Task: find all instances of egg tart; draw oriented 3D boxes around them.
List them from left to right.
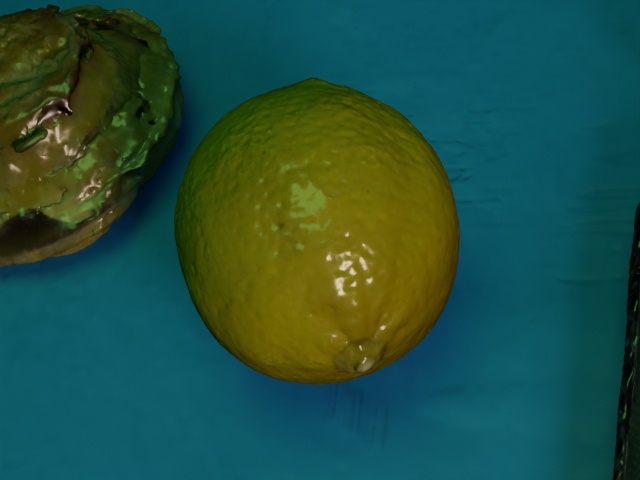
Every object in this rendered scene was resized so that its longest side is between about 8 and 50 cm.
[{"bbox_3d":[-0.216,-0.093,0.991,0.241,0.106,0.241,-10,55,14],"label":"egg tart"}]

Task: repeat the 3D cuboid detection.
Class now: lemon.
[{"bbox_3d":[0.000,0.000,0.815,0.178,0.178,0.203,-21,51,0],"label":"lemon"}]

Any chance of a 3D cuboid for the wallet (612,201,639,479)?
[{"bbox_3d":[0.286,0.093,0.736,0.237,0.075,0.342,-2,57,22],"label":"wallet"}]
